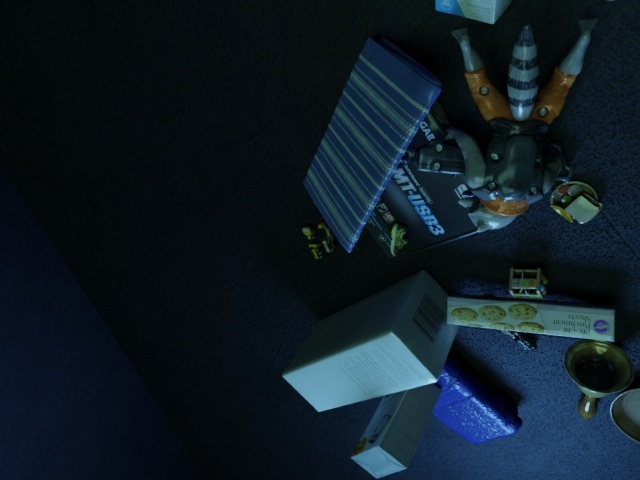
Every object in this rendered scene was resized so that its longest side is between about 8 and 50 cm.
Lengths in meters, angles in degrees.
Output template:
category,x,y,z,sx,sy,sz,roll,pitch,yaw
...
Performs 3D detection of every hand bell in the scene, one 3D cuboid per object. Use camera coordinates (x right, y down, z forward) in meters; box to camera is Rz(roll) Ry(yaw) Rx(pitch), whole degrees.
category,x,y,z,sx,sy,sz,roll,pitch,yaw
hand bell,0.603,0.339,1.048,0.126,0.126,0.242,8,139,30

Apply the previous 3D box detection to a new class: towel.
category,x,y,z,sx,sy,sz,roll,pitch,yaw
towel,0.363,0.420,1.290,0.308,0.076,0.227,39,143,2
towel,0.080,-0.181,0.872,0.336,0.040,0.243,-63,36,29

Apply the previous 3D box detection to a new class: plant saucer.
category,x,y,z,sx,sy,sz,roll,pitch,yaw
plant saucer,0.737,0.375,1.013,0.199,0.036,0.198,18,131,22

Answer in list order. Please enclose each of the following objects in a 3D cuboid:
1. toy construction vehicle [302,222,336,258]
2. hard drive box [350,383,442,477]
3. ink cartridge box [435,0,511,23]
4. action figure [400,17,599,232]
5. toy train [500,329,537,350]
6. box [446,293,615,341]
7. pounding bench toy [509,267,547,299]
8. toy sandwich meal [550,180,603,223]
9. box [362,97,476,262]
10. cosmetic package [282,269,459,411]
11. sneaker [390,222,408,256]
category,x,y,z,sx,sy,sz,roll,pitch,yaw
toy construction vehicle,0.000,0.000,1.236,0.086,0.035,0.098,-5,118,50
hard drive box,0.198,0.481,1.236,0.089,0.232,0.181,37,142,5
ink cartridge box,0.220,-0.415,0.672,0.104,0.060,0.180,31,161,29
action figure,0.263,-0.168,0.766,0.341,0.178,0.330,-1,112,8
toy train,0.433,0.200,1.095,0.158,0.027,0.036,41,147,-1
box,0.434,0.158,1.002,0.324,0.063,0.067,2,92,30
pounding bench toy,0.438,0.096,0.987,0.065,0.052,0.083,-2,154,35
toy sandwich meal,0.461,-0.067,0.859,0.086,0.029,0.085,19,132,22
box,0.177,-0.118,0.990,0.293,0.073,0.295,-22,109,44
cosmetic package,0.122,0.273,1.222,0.161,0.230,0.453,47,137,-7
sneaker,0.171,0.002,1.017,0.035,0.031,0.083,12,131,26
